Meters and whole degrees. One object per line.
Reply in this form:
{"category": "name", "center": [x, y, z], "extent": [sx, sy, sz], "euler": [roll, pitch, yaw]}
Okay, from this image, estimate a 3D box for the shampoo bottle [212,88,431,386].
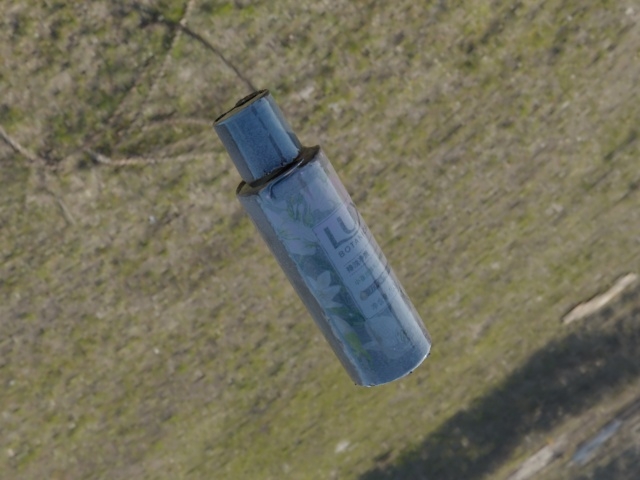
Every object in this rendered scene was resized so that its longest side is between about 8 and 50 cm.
{"category": "shampoo bottle", "center": [0.000, 0.000, 0.668], "extent": [0.072, 0.214, 0.072], "euler": [-28, -161, 11]}
